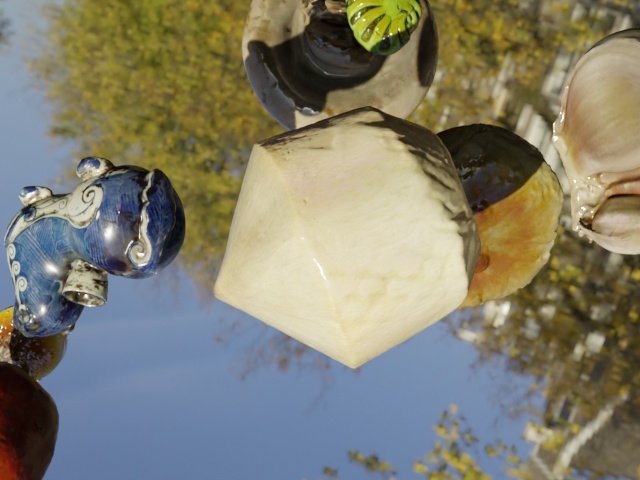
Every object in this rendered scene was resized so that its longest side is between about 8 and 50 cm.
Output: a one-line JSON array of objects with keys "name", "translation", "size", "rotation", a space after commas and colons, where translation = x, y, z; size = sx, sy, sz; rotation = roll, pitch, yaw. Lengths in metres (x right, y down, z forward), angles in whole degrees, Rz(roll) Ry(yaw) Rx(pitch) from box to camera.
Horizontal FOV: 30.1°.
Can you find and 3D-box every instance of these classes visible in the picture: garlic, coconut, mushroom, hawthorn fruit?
[{"name": "garlic", "translation": [0.373, -0.106, 1.329], "size": [0.210, 0.237, 0.292], "rotation": [30, 151, -21]}, {"name": "coconut", "translation": [0.021, 0.003, 1.429], "size": [0.328, 0.329, 0.329], "rotation": [17, -168, -4]}, {"name": "mushroom", "translation": [0.038, -0.357, 2.146], "size": [0.362, 0.362, 0.294], "rotation": [18, 171, 0]}, {"name": "hawthorn fruit", "translation": [-0.456, 0.261, 1.590], "size": [0.224, 0.224, 0.261], "rotation": [21, -125, 17]}]

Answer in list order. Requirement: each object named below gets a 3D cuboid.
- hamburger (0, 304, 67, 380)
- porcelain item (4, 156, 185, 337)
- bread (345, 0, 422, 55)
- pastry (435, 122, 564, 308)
[{"name": "hamburger", "translation": [-0.468, 0.164, 1.868], "size": [0.141, 0.126, 0.081], "rotation": [-24, -177, 14]}, {"name": "porcelain item", "translation": [-0.292, 0.013, 1.484], "size": [0.288, 0.186, 0.138], "rotation": [-15, 152, 38]}, {"name": "bread", "translation": [0.102, -0.356, 1.825], "size": [0.139, 0.130, 0.071], "rotation": [-37, -170, -33]}, {"name": "pastry", "translation": [0.227, -0.032, 1.870], "size": [0.329, 0.330, 0.136], "rotation": [13, -150, -20]}]
